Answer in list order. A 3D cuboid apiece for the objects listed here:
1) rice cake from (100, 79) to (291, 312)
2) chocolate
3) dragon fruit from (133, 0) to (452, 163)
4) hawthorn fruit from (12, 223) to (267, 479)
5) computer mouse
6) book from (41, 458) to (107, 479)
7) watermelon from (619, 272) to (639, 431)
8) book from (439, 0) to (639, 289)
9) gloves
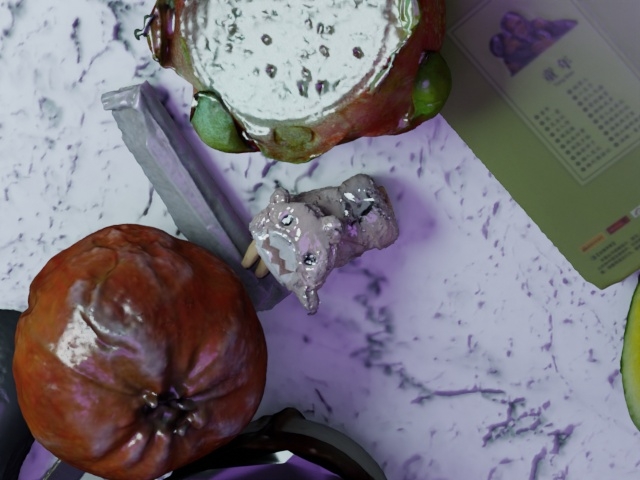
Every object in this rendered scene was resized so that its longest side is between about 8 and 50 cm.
[{"bbox_3d":[-0.116,-0.038,1.706,0.055,0.049,0.270,-22,109,39],"label":"rice cake"},{"bbox_3d":[-0.044,0.285,1.758,0.284,0.186,0.283,2,116,4],"label":"chocolate"},{"bbox_3d":[-0.009,-0.200,1.556,0.295,0.130,0.268,-40,77,25],"label":"dragon fruit"},{"bbox_3d":[-0.179,0.082,1.668,0.242,0.271,0.241,-12,127,-16],"label":"hawthorn fruit"},{"bbox_3d":[-0.356,0.193,1.819,0.147,0.088,0.264,25,116,-1],"label":"computer mouse"},{"bbox_3d":[-0.202,0.320,1.884,0.231,0.026,0.157,36,110,-9],"label":"book"},{"bbox_3d":[0.357,0.051,1.627,0.123,0.129,0.301,26,85,0],"label":"watermelon"},{"bbox_3d":[0.231,-0.145,1.599,0.239,0.035,0.352,-38,99,28],"label":"book"},{"bbox_3d":[0.000,-0.009,1.669,0.144,0.094,0.110,-42,77,-10],"label":"gloves"}]
